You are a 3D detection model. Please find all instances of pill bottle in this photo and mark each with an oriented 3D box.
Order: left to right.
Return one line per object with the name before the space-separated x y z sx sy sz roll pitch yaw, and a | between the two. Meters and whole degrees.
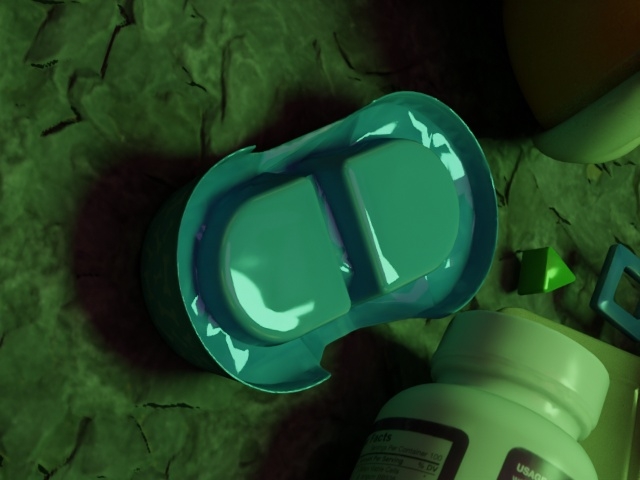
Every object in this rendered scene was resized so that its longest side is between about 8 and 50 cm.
pill bottle | 0.093 0.207 1.097 0.169 0.169 0.301 39 65 -29

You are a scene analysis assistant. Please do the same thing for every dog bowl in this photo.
dog bowl | 0.000 0.000 1.117 0.297 0.074 0.166 -24 99 -38

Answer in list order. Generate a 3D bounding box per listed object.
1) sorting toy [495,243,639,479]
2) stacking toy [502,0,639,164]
sorting toy | 0.193 0.166 1.272 0.196 0.047 0.348 21 72 -32
stacking toy | 0.183 -0.330 1.208 0.480 0.350 0.350 51 55 -3
